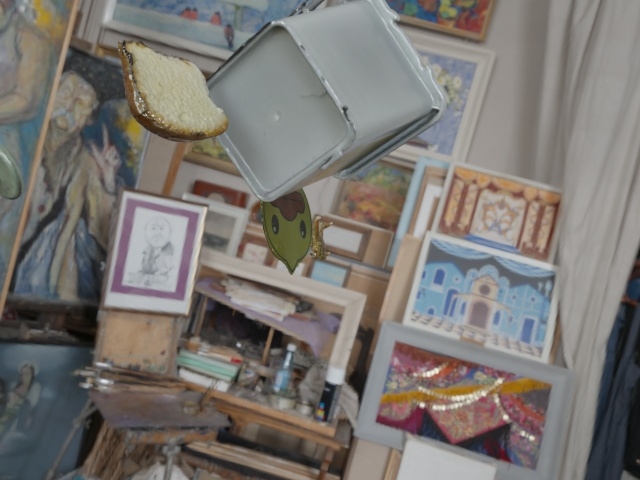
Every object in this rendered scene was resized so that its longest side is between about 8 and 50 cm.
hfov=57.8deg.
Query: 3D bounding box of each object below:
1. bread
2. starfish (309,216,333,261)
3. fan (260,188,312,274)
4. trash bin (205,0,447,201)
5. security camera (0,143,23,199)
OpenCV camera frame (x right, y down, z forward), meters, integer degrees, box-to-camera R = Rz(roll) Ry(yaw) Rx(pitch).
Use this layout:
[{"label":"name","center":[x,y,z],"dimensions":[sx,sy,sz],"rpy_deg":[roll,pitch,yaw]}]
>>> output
[{"label":"bread","center":[-0.172,-0.164,0.664],"dimensions":[0.044,0.126,0.129],"rpy_deg":[-32,-17,35]},{"label":"starfish","center":[-0.002,-0.002,1.874],"dimensions":[0.050,0.138,0.247],"rpy_deg":[8,-1,8]},{"label":"fan","center":[-0.072,-0.094,1.226],"dimensions":[0.011,0.335,0.229],"rpy_deg":[-7,-6,24]},{"label":"trash bin","center":[-0.006,-0.229,0.862],"dimensions":[0.256,0.296,0.368],"rpy_deg":[-30,6,31]},{"label":"security camera","center":[-0.751,-0.204,1.219],"dimensions":[0.157,0.080,0.301],"rpy_deg":[-24,-72,43]}]
